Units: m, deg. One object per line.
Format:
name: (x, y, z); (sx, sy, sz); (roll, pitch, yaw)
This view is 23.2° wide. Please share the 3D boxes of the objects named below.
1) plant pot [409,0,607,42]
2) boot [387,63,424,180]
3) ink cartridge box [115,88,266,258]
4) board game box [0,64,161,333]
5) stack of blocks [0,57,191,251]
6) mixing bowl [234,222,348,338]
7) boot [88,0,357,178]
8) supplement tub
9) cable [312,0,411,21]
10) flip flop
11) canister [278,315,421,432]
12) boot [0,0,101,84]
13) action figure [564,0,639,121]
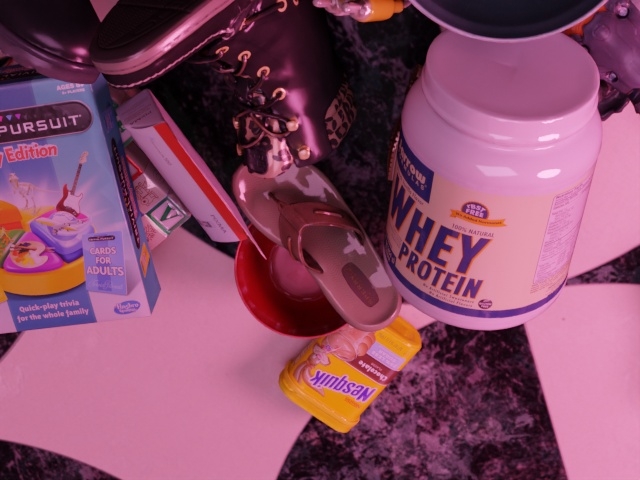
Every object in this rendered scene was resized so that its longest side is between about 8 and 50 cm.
plant pot: (0.213, -0.394, 1.765); (0.293, 0.196, 0.293); (2, 116, 4)
boot: (0.135, -0.138, 1.982); (0.085, 0.059, 0.158); (17, 116, -9)
ink cartridge box: (-0.157, -0.071, 1.860); (0.066, 0.232, 0.189); (-34, 115, 4)
board game box: (-0.365, -0.051, 1.957); (0.254, 0.079, 0.336); (-7, 116, 9)
stack of blocks: (-0.294, -0.124, 2.008); (0.171, 0.087, 0.297); (-38, 108, 21)
mixing bowl: (-0.021, 0.035, 2.043); (0.181, 0.098, 0.181); (0, 92, -1)
boot: (-0.093, -0.200, 1.822); (0.138, 0.377, 0.284); (6, 127, 33)
supplement tub: (0.205, -0.078, 1.868); (0.235, 0.235, 0.325); (7, 133, 2)
cable: (0.096, -0.293, 1.849); (0.287, 0.139, 0.072); (4, 120, -42)
flip flop: (0.000, 0.000, 1.952); (0.112, 0.080, 0.277); (-38, 92, 1)
canister: (0.041, 0.165, 2.133); (0.126, 0.073, 0.170); (35, 113, -12)
boot: (-0.285, -0.453, 1.750); (0.367, 0.146, 0.445); (43, 114, 16)
action figure: (0.425, -0.233, 1.822); (0.330, 0.178, 0.341); (41, 111, 15)
